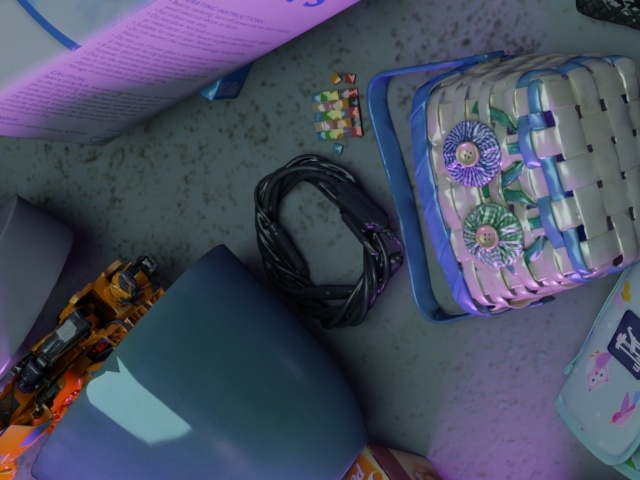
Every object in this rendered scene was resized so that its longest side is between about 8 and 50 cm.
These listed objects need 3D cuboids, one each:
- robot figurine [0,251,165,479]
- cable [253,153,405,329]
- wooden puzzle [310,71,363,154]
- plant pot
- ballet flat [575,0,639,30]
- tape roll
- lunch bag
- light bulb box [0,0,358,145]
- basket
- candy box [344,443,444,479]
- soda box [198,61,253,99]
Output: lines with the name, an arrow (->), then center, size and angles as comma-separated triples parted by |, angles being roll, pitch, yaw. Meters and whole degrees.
robot figurine -> -0.259, 0.130, 1.485 | 0.085, 0.211, 0.291 | 44, 126, -1
cable -> 0.000, 0.000, 1.462 | 0.184, 0.047, 0.150 | 41, 123, 25
wooden puzzle -> 0.017, -0.129, 1.462 | 0.049, 0.006, 0.083 | -6, 95, 20
plant pot -> -0.097, 0.189, 1.405 | 0.235, 0.293, 0.293 | 39, 108, 4
ballet flat -> 0.318, -0.204, 1.331 | 0.173, 0.057, 0.049 | 29, 146, 15
tape roll -> -0.345, 0.062, 1.503 | 0.072, 0.219, 0.219 | 32, 109, -17
lunch bag -> 0.359, 0.127, 1.296 | 0.262, 0.160, 0.223 | 33, 110, 25
light bulb box -> -0.196, -0.323, 1.341 | 0.361, 0.225, 0.358 | -25, 77, 30
basket -> 0.163, -0.058, 1.331 | 0.289, 0.201, 0.255 | -12, 95, 56
candy box -> 0.041, 0.385, 1.428 | 0.316, 0.087, 0.183 | -62, 33, 15
soda box -> -0.083, -0.249, 1.450 | 0.071, 0.067, 0.210 | 30, 105, 14
